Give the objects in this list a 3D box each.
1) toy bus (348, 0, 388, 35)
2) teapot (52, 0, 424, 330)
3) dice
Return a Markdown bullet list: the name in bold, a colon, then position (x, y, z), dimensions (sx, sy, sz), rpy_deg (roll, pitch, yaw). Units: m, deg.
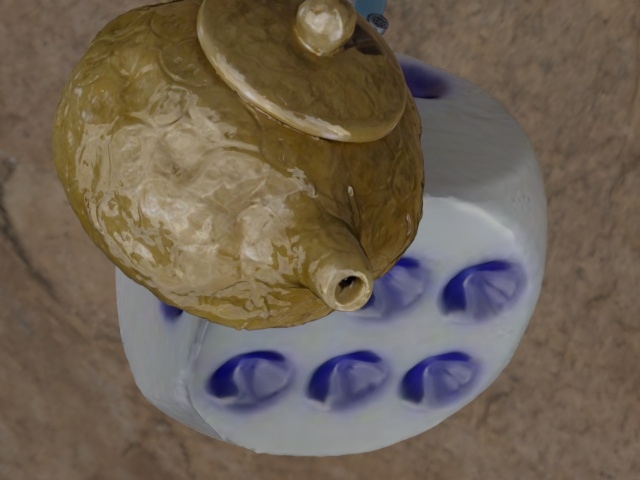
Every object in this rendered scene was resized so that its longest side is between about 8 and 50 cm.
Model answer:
- **toy bus**: position (0.031, -0.237, 1.392), dimensions (0.075, 0.123, 0.060), rpy_deg (24, 141, -11)
- **teapot**: position (-0.031, -0.076, 0.740), dimensions (0.203, 0.311, 0.167), rpy_deg (9, 135, -30)
- **dice**: position (0.000, 0.000, 1.044), dimensions (0.259, 0.251, 0.243), rpy_deg (4, 121, -23)
